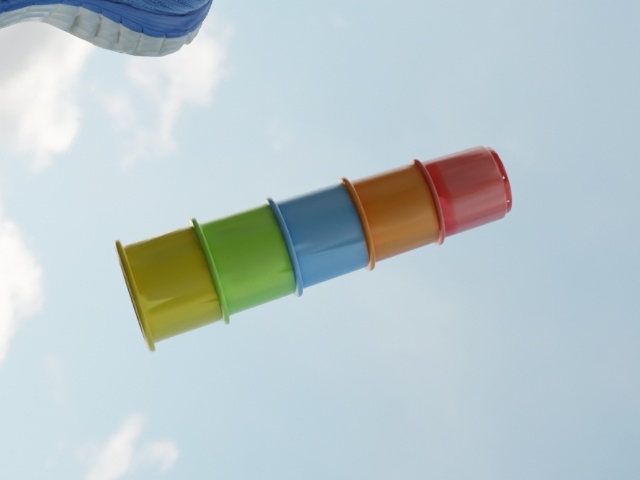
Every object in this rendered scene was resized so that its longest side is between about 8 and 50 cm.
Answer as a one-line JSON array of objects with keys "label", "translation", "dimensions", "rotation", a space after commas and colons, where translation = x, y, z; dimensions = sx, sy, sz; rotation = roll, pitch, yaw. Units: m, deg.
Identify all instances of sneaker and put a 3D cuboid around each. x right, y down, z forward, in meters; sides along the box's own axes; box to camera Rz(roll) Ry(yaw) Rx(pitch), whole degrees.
[{"label": "sneaker", "translation": [-0.200, -0.222, 1.046], "dimensions": [0.147, 0.330, 0.129], "rotation": [-48, -125, 40]}]

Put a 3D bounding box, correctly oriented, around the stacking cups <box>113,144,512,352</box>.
[{"label": "stacking cups", "translation": [0.000, 0.000, 1.215], "dimensions": [0.316, 0.096, 0.096], "rotation": [-16, -139, -7]}]
